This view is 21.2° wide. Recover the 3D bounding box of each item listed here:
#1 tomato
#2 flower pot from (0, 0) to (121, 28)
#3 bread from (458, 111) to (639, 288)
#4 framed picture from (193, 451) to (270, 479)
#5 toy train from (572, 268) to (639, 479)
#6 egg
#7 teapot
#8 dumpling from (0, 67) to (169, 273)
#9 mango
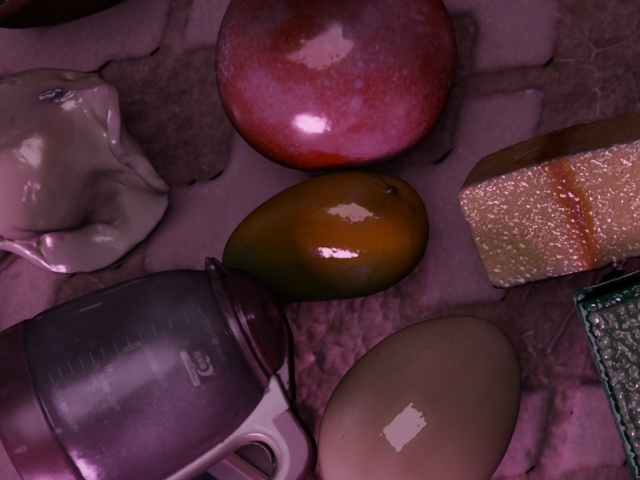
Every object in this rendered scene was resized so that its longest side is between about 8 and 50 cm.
[{"bbox_3d":[0.013,-0.213,1.879,0.270,0.227,0.270,-8,52,11],"label":"tomato"},{"bbox_3d":[-0.333,-0.404,2.012,0.267,0.266,0.267,-17,86,10],"label":"flower pot"},{"bbox_3d":[0.288,-0.053,1.852,0.240,0.178,0.135,-15,104,21],"label":"bread"},{"bbox_3d":[-0.164,0.360,1.932,0.209,0.019,0.281,31,88,17],"label":"framed picture"},{"bbox_3d":[0.353,0.149,1.779,0.115,0.154,0.269,-18,75,7],"label":"toy train"},{"bbox_3d":[0.109,0.189,1.812,0.188,0.188,0.253,38,82,17],"label":"egg"},{"bbox_3d":[-0.162,0.183,1.843,0.312,0.233,0.315,-26,79,6],"label":"teapot"},{"bbox_3d":[-0.317,-0.077,2.003,0.318,0.187,0.243,-20,114,29],"label":"dumpling"},{"bbox_3d":[0.000,0.000,1.902,0.251,0.156,0.114,-11,53,24],"label":"mango"}]
